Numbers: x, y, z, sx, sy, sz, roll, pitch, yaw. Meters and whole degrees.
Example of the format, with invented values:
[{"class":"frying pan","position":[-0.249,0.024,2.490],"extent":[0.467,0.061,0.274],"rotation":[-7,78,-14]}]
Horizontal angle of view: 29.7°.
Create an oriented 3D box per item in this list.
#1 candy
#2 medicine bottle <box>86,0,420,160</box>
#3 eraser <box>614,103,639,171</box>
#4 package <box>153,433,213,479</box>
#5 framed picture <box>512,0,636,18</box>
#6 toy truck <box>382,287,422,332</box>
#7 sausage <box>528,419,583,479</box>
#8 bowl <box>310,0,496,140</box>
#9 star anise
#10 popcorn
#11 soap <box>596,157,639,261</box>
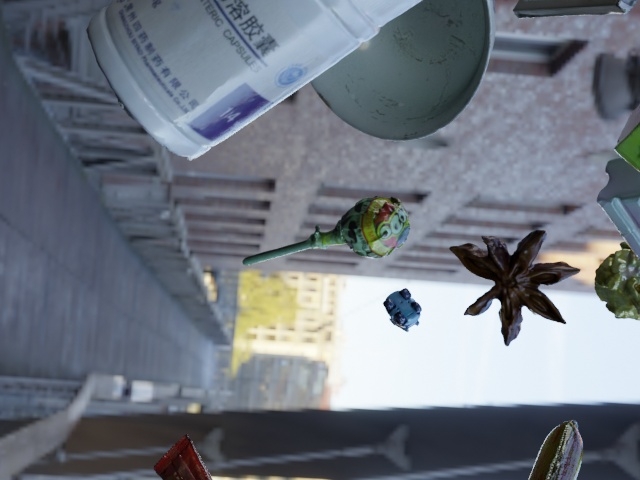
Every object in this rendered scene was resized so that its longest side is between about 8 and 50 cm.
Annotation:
[{"class":"candy","position":[0.000,0.000,1.709],"extent":[0.091,0.305,0.083],"rotation":[-39,108,-45]},{"class":"medicine bottle","position":[-0.058,-0.250,1.263],"extent":[0.190,0.332,0.190],"rotation":[51,15,-19]},{"class":"eraser","position":[0.523,-0.083,1.577],"extent":[0.092,0.274,0.210],"rotation":[-51,176,30]},{"class":"package","position":[-0.192,0.398,1.882],"extent":[0.083,0.022,0.200],"rotation":[-49,-130,10]},{"class":"framed picture","position":[0.320,-0.334,1.237],"extent":[0.260,0.023,0.189],"rotation":[-56,-155,-6]},{"class":"toy truck","position":[0.152,0.137,2.250],"extent":[0.073,0.056,0.090],"rotation":[52,-17,23]},{"class":"sausage","position":[0.348,0.409,1.887],"extent":[0.371,0.082,0.082],"rotation":[-53,158,-46]},{"class":"bowl","position":[0.172,-0.410,2.198],"extent":[0.196,0.435,0.434],"rotation":[-24,130,-46]},{"class":"star anise","position":[0.333,0.066,2.039],"extent":[0.111,0.196,0.212],"rotation":[-5,61,-59]},{"class":"popcorn","position":[0.545,0.070,2.081],"extent":[0.135,0.142,0.162],"rotation":[34,46,-56]},{"class":"soap","position":[0.537,-0.031,1.826],"extent":[0.230,0.145,0.091],"rotation":[45,54,-38]}]
